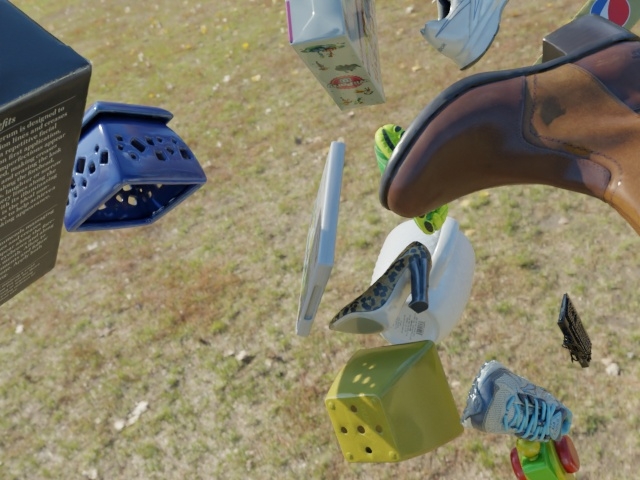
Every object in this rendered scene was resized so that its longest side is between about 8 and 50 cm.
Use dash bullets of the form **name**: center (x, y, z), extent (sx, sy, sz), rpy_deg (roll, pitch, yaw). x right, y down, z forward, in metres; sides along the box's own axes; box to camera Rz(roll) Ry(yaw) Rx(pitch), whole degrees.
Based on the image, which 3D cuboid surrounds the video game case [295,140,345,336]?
- **video game case**: center (0.000, 0.000, 1.500), extent (0.036, 0.299, 0.328), rpy_deg (10, 54, -5)

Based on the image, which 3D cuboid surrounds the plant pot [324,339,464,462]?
- **plant pot**: center (0.134, 0.348, 1.410), extent (0.212, 0.212, 0.187), rpy_deg (-16, 5, 41)

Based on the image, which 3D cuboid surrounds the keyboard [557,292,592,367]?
- **keyboard**: center (0.510, 0.190, 1.335), extent (0.038, 0.192, 0.100), rpy_deg (-2, 54, 38)

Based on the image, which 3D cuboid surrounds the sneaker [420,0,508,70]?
- **sneaker**: center (0.288, -0.461, 1.238), extent (0.297, 0.129, 0.111), rpy_deg (-63, 8, -10)

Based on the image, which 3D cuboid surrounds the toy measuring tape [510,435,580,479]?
- **toy measuring tape**: center (0.442, 0.434, 1.274), extent (0.122, 0.330, 0.121), rpy_deg (-27, 36, 22)

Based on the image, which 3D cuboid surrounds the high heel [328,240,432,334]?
- **high heel**: center (0.133, 0.107, 1.523), extent (0.261, 0.093, 0.186), rpy_deg (-22, 39, 31)

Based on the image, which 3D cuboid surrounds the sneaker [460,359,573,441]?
- **sneaker**: center (0.320, 0.261, 1.071), extent (0.122, 0.110, 0.283), rpy_deg (21, 2, 37)

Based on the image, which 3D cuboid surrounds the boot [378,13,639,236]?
- **boot**: center (0.216, -0.028, 0.529), extent (0.264, 0.096, 0.280), rpy_deg (-29, 56, -9)

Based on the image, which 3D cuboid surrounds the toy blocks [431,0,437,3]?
- **toy blocks**: center (0.316, -0.640, 1.685), extent (0.123, 0.148, 0.054), rpy_deg (-33, 7, 7)

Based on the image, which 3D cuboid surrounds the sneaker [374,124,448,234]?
- **sneaker**: center (0.226, -0.151, 1.716), extent (0.110, 0.295, 0.123), rpy_deg (-24, -9, -13)

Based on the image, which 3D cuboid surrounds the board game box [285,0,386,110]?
- **board game box**: center (0.029, -0.384, 1.191), extent (0.098, 0.223, 0.303), rpy_deg (-8, -12, 17)

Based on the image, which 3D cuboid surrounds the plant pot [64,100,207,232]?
- **plant pot**: center (-0.423, -0.163, 1.463), extent (0.236, 0.212, 0.236), rpy_deg (-31, -14, 34)

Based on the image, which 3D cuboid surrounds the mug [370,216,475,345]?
- **mug**: center (0.286, 0.101, 1.860), extent (0.276, 0.374, 0.328), rpy_deg (23, 37, 4)

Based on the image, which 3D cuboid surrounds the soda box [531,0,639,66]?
- **soda box**: center (0.311, -0.234, 0.782), extent (0.181, 0.058, 0.061), rpy_deg (-50, -7, 22)

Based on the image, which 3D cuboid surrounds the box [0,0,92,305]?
- **box**: center (-0.471, -0.108, 0.794), extent (0.294, 0.395, 0.212), rpy_deg (38, 46, 6)
